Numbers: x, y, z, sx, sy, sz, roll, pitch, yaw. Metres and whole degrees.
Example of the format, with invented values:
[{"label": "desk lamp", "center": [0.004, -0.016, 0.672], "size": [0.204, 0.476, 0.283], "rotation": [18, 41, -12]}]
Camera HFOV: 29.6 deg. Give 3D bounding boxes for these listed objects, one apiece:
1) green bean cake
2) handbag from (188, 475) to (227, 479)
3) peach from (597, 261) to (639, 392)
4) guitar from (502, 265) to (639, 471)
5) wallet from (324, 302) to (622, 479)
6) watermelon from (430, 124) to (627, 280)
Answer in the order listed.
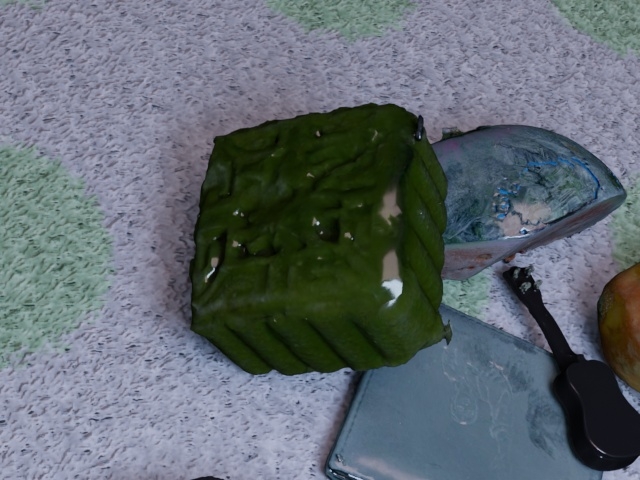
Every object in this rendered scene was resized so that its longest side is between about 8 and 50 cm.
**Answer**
[{"label": "green bean cake", "center": [0.000, 0.000, 1.247], "size": [0.246, 0.156, 0.250], "rotation": [-6, 57, 22]}, {"label": "handbag", "center": [-0.100, 0.343, 1.084], "size": [0.301, 0.149, 0.283], "rotation": [-26, 71, -27]}, {"label": "peach", "center": [0.428, 0.100, 1.361], "size": [0.235, 0.214, 0.214], "rotation": [5, 58, 7]}, {"label": "guitar", "center": [0.274, 0.127, 1.339], "size": [0.083, 0.038, 0.271], "rotation": [-5, 53, -26]}, {"label": "wallet", "center": [0.175, 0.202, 1.309], "size": [0.290, 0.054, 0.251], "rotation": [24, 53, 2]}, {"label": "watermelon", "center": [0.207, -0.072, 1.389], "size": [0.321, 0.188, 0.175], "rotation": [-21, 78, -31]}]
